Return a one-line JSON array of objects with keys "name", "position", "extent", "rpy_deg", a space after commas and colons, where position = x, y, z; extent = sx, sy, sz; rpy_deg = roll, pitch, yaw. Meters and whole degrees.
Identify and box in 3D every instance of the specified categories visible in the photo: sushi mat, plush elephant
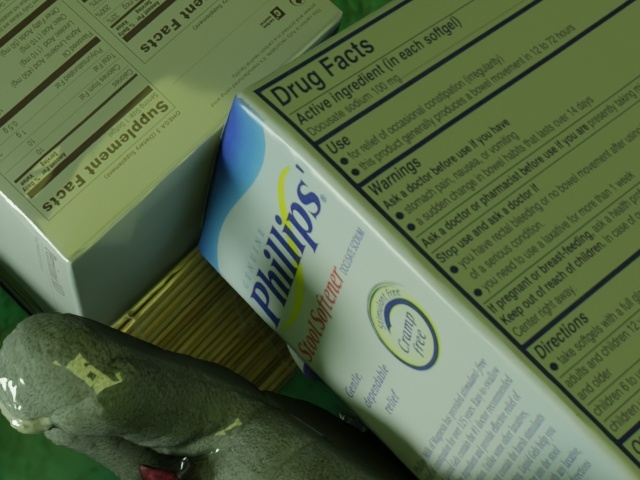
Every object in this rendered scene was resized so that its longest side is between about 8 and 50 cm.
[{"name": "sushi mat", "position": [0.000, 0.000, 0.977], "extent": [0.019, 0.151, 0.316], "rpy_deg": [32, 68, 36]}, {"name": "plush elephant", "position": [-0.059, 0.214, 0.847], "extent": [0.272, 0.330, 0.255], "rpy_deg": [32, 95, 19]}]

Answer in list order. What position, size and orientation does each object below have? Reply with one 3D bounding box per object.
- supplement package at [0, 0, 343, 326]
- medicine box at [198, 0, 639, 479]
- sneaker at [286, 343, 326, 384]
[{"name": "supplement package", "position": [-0.115, -0.059, 0.917], "extent": [0.145, 0.262, 0.204], "rpy_deg": [43, 73, 10]}, {"name": "medicine box", "position": [0.129, -0.003, 0.831], "extent": [0.263, 0.149, 0.289], "rpy_deg": [-34, 70, -31]}, {"name": "sneaker", "position": [0.162, 0.106, 0.941], "extent": [0.322, 0.130, 0.236], "rpy_deg": [-11, 61, -18]}]
